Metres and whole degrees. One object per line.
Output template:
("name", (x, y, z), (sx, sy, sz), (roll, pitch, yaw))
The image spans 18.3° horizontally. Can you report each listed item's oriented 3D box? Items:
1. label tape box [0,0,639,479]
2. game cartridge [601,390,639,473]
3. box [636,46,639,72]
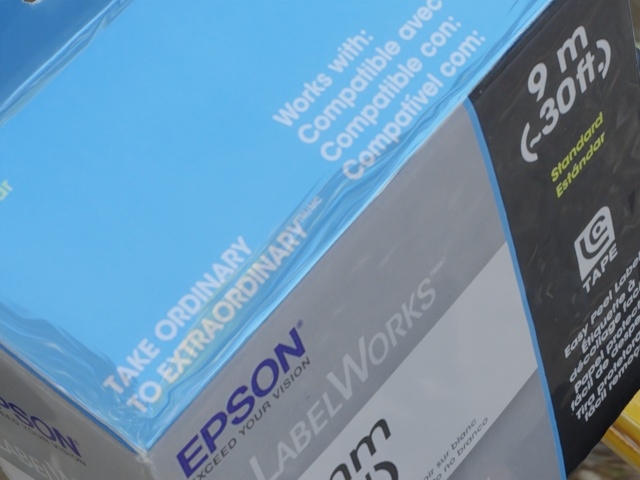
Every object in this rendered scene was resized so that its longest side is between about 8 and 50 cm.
("label tape box", (0.000, 0.000, 0.685), (0.115, 0.348, 0.249), (28, 63, 31))
("game cartridge", (0.315, 0.043, 1.019), (0.285, 0.053, 0.324), (39, 70, 2))
("box", (0.177, -0.123, 1.299), (0.067, 0.083, 0.018), (38, 82, 3))
